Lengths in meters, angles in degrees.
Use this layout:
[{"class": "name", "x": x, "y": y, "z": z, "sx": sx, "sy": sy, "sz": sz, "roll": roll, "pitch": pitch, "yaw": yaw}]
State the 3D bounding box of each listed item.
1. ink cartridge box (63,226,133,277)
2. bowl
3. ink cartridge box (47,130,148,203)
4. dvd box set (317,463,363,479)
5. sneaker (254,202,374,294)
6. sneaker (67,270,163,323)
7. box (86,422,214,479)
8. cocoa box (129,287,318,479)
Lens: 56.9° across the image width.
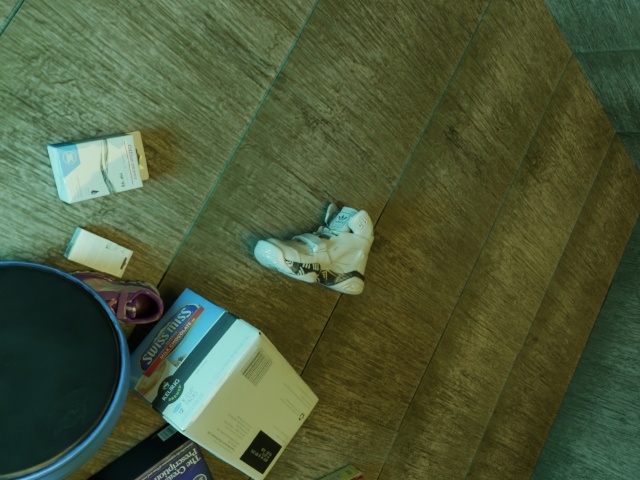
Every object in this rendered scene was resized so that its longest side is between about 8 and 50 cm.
[{"class": "ink cartridge box", "x": -0.434, "y": 0.025, "z": 1.158, "sx": 0.115, "sy": 0.029, "sz": 0.063, "roll": 30, "pitch": 80, "yaw": -41}, {"class": "bowl", "x": -0.509, "y": 0.211, "z": 0.956, "sx": 0.390, "sy": 0.077, "sz": 0.392, "roll": 12, "pitch": 58, "yaw": -20}, {"class": "ink cartridge box", "x": -0.406, "y": -0.144, "z": 1.118, "sx": 0.180, "sy": 0.060, "sz": 0.104, "roll": -20, "pitch": 112, "yaw": -35}, {"class": "dvd box set", "x": -0.054, "y": 0.844, "z": 1.652, "sx": 0.420, "sy": 0.062, "sz": 0.308, "roll": -8, "pitch": 105, "yaw": -39}, {"class": "sneaker", "x": 0.000, "y": 0.000, "z": 1.451, "sx": 0.365, "sy": 0.137, "sz": 0.210, "roll": 21, "pitch": 86, "yaw": -46}, {"class": "sneaker", "x": -0.408, "y": 0.120, "z": 1.152, "sx": 0.236, "sy": 0.104, "sz": 0.095, "roll": 10, "pitch": 96, "yaw": -40}, {"class": "box", "x": -0.376, "y": 0.551, "z": 1.288, "sx": 0.261, "sy": 0.103, "sz": 0.185, "roll": -32, "pitch": 122, "yaw": -30}, {"class": "cocoa box", "x": -0.203, "y": 0.309, "z": 1.243, "sx": 0.231, "sy": 0.227, "sz": 0.347, "roll": -52, "pitch": 142, "yaw": -18}]
